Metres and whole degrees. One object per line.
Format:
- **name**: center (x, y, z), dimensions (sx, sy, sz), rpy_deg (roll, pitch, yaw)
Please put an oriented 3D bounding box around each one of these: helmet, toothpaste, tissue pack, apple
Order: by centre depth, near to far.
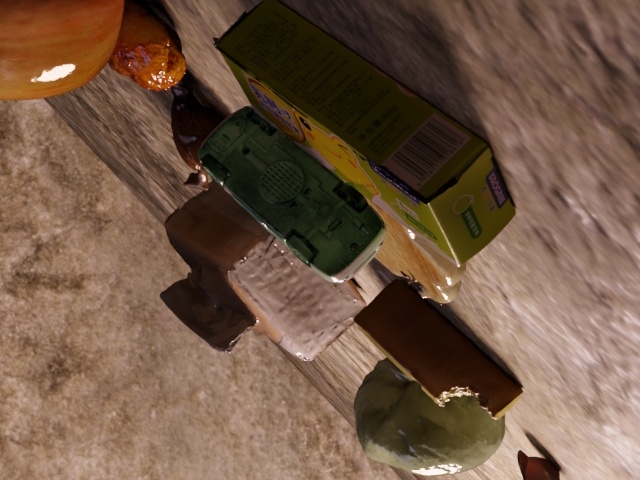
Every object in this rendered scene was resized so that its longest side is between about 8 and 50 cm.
- **toothpaste**: center (0.037, -0.105, 1.379), dimensions (0.327, 0.077, 0.110), rpy_deg (39, 170, 38)
- **apple**: center (-0.363, -0.286, 1.775), dimensions (0.242, 0.241, 0.242), rpy_deg (170, 90, -69)
- **helmet**: center (0.302, 0.323, 2.043), dimensions (0.065, 0.049, 0.084), rpy_deg (-31, -74, -68)
- **tissue pack**: center (-0.117, 0.062, 2.286), dimensions (0.238, 0.238, 0.305), rpy_deg (52, 170, -27)

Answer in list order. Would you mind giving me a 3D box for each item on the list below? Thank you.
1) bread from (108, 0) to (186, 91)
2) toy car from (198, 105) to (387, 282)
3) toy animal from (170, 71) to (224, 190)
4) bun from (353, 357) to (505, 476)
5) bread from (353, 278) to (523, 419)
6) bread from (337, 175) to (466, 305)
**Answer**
- **bread**: center (-0.254, -0.264, 1.945), dimensions (0.269, 0.095, 0.139), rpy_deg (30, 159, 52)
- **toy car**: center (-0.030, -0.046, 1.561), dimensions (0.224, 0.090, 0.076), rpy_deg (42, 173, 26)
- **toy animal**: center (-0.157, -0.146, 2.066), dimensions (0.188, 0.089, 0.179), rpy_deg (45, 157, 46)
- **bun**: center (0.146, 0.218, 2.020), dimensions (0.212, 0.204, 0.127), rpy_deg (7, 126, 20)
- **bread**: center (0.148, 0.149, 1.898), dimensions (0.226, 0.088, 0.049), rpy_deg (44, 168, 26)
- **bread**: center (0.043, -0.055, 1.624), dimensions (0.316, 0.054, 0.316), rpy_deg (45, 171, 9)
